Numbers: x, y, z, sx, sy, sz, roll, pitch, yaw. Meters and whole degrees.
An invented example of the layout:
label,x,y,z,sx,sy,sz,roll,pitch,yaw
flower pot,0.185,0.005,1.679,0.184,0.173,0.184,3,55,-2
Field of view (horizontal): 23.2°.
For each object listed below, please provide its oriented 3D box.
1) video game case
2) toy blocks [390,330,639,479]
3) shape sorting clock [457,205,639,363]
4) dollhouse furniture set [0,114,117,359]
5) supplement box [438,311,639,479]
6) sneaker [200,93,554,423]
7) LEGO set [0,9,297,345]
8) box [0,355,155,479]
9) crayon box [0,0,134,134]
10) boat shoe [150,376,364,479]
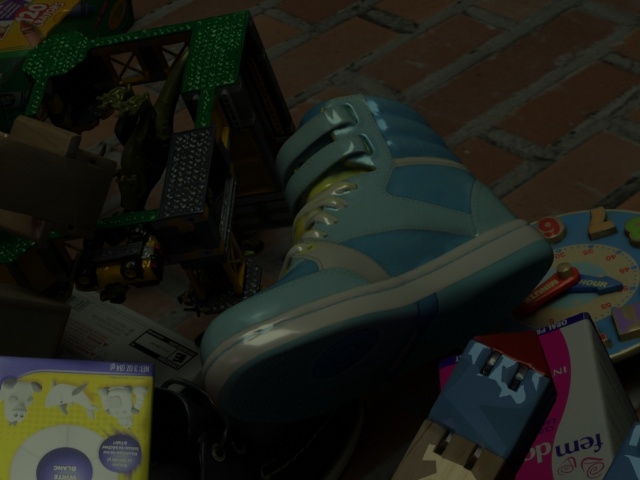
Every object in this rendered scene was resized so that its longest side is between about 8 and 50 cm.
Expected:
label,x,y,z,sx,sy,sz,roll,pitch,yaw
video game case,-0.219,0.109,1.222,0.212,0.023,0.193,23,45,33
toy blocks,0.155,0.217,0.788,0.381,0.191,0.261,27,79,21
shape sorting clock,0.195,0.035,1.222,0.206,0.040,0.206,-13,36,10
dollhouse furniture set,-0.371,0.015,1.102,0.356,0.303,0.174,20,1,26
supplement box,0.149,0.167,0.992,0.111,0.114,0.220,-20,34,15
sneaker,0.000,0.000,1.115,0.319,0.127,0.208,-17,61,-44
LEGO set,-0.133,-0.025,1.279,0.255,0.192,0.331,-15,42,8
box,-0.158,0.160,0.962,0.105,0.043,0.179,3,59,-7
crayon box,-0.330,-0.206,1.621,0.165,0.081,0.278,8,39,19
boat shoe,-0.106,0.155,1.064,0.340,0.113,0.127,-28,42,-26
